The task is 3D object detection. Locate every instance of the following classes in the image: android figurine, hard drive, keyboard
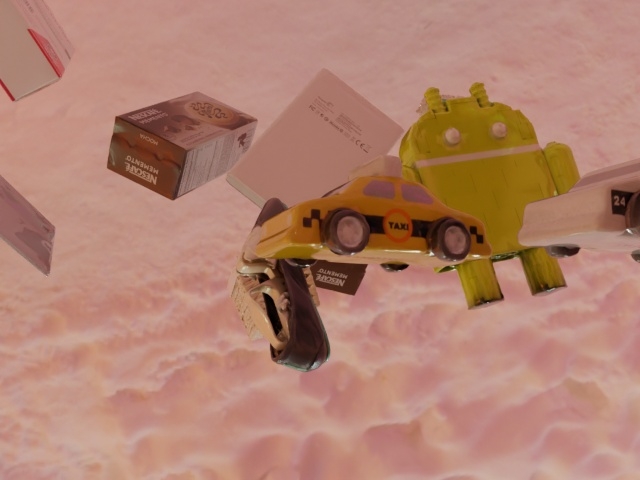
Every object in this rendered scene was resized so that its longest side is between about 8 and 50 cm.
[{"bbox_3d":[0.193,-0.061,0.799,0.248,0.273,0.056,-8,164,-15],"label":"android figurine"},{"bbox_3d":[-0.002,-0.159,1.257,0.203,0.307,0.040,38,154,-1],"label":"hard drive"},{"bbox_3d":[-0.349,-0.062,0.670,0.014,0.072,0.256,-20,135,13],"label":"keyboard"}]

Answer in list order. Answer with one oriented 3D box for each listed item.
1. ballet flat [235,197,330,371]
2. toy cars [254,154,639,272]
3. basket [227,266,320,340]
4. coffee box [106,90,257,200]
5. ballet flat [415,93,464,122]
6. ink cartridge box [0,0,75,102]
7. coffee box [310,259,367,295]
[{"bbox_3d":[-0.048,0.040,0.700,0.074,0.203,0.074,-14,153,-8],"label":"ballet flat"},{"bbox_3d":[0.144,-0.027,0.535,0.393,0.087,0.176,-3,171,16],"label":"toy cars"},{"bbox_3d":[-0.073,0.085,1.062,0.113,0.103,0.167,-19,170,-16],"label":"basket"},{"bbox_3d":[-0.283,-0.208,1.432,0.168,0.297,0.119,27,119,13],"label":"coffee box"},{"bbox_3d":[0.237,-0.161,1.506,0.147,0.147,0.409,-2,138,-9],"label":"ballet flat"},{"bbox_3d":[-0.530,-0.366,1.193,0.100,0.237,0.172,-27,120,0],"label":"ink cartridge box"},{"bbox_3d":[0.000,0.000,1.457,0.141,0.246,0.098,14,115,-20],"label":"coffee box"}]
